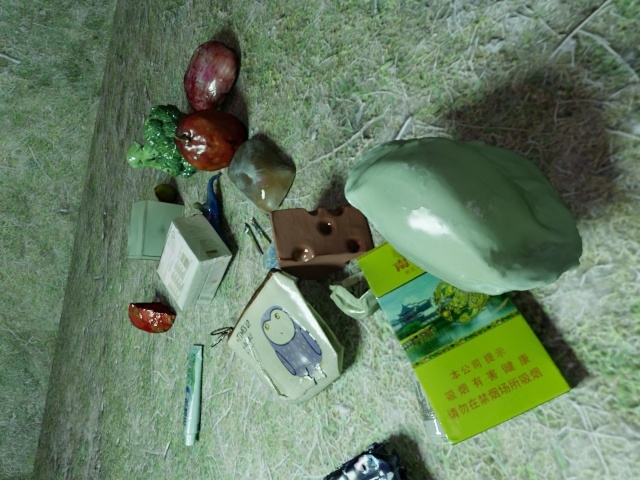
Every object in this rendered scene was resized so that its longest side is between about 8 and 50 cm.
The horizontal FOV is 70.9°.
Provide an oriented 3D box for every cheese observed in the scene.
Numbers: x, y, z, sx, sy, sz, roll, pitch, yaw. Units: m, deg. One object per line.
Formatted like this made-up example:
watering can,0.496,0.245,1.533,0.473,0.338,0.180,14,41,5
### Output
cheese,-0.027,0.004,0.958,0.203,0.177,0.128,-29,63,42

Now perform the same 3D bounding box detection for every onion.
onion,-0.381,-0.515,1.476,0.227,0.120,0.283,38,113,49

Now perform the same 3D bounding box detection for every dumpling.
dumpling,0.185,-0.046,0.673,0.320,0.270,0.211,46,127,10

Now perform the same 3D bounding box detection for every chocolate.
chocolate,-0.185,-0.186,1.227,0.254,0.080,0.156,46,113,42

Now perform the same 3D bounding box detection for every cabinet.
cabinet,-0.598,-0.031,1.627,0.150,0.145,0.205,-3,82,48

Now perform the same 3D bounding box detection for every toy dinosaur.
toy dinosaur,-0.317,-0.082,1.400,0.188,0.075,0.247,17,92,38

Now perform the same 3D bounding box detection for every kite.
kite,-0.125,0.007,1.195,0.169,0.015,0.309,-53,50,27

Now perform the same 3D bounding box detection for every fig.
fig,-0.580,-0.177,1.672,0.074,0.088,0.073,-12,63,26

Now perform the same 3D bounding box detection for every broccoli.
broccoli,-0.516,-0.318,1.515,0.270,0.270,0.269,-20,66,10

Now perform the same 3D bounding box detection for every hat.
hat,0.096,0.096,0.902,0.166,0.081,0.122,-37,18,22

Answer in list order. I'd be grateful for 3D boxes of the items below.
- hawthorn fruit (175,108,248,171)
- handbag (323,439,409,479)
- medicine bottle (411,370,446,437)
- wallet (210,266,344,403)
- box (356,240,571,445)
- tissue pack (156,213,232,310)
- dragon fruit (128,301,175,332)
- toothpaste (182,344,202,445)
hawthorn fruit,-0.335,-0.292,1.322,0.190,0.251,0.189,10,111,28
handbag,0.074,0.488,0.827,0.260,0.113,0.161,-49,58,30
medicine bottle,0.197,0.247,0.747,0.079,0.079,0.139,-32,61,41
wallet,-0.094,0.232,1.000,0.275,0.068,0.335,45,130,8
box,0.209,0.122,0.721,0.187,0.047,0.334,-31,58,10
tissue pack,-0.386,0.066,1.358,0.185,0.124,0.225,51,131,26
dragon fruit,-0.605,0.290,1.611,0.161,0.121,0.127,15,101,44
toothpaste,-0.400,0.481,1.411,0.075,0.048,0.296,-14,72,47
